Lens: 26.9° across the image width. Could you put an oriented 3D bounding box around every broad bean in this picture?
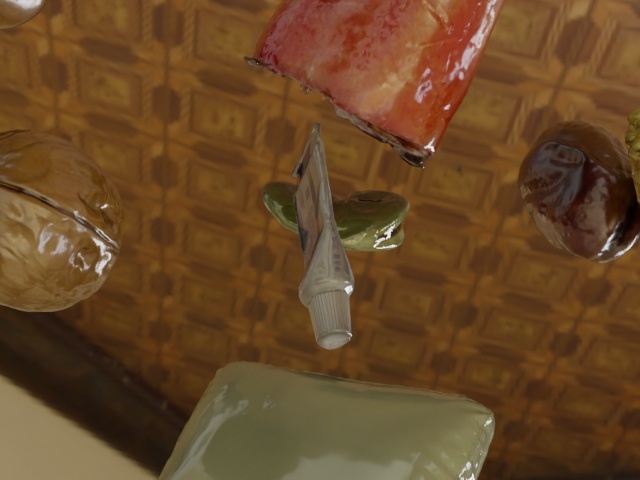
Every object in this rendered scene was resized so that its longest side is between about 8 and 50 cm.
[{"bbox_3d":[0.343,-0.066,1.747,0.122,0.228,0.156,25,115,-28],"label":"broad bean"},{"bbox_3d":[0.020,-0.033,1.845,0.207,0.153,0.072,6,108,-5],"label":"broad bean"}]

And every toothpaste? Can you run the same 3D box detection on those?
[{"bbox_3d":[-0.001,0.001,1.619,0.099,0.282,0.068,-32,139,33],"label":"toothpaste"}]

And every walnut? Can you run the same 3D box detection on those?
[{"bbox_3d":[-0.273,-0.018,1.260,0.167,0.167,0.207,3,162,20],"label":"walnut"}]

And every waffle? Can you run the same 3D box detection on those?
[{"bbox_3d":[0.408,-0.019,1.573,0.051,0.291,0.291,-14,138,15],"label":"waffle"}]

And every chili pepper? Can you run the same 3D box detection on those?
[{"bbox_3d":[0.088,-0.273,1.587,0.229,0.305,0.251,35,174,-41],"label":"chili pepper"}]

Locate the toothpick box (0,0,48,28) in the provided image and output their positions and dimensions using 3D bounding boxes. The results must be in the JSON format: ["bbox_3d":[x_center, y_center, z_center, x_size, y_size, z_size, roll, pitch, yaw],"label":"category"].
[{"bbox_3d":[-0.474,-0.366,1.720,0.192,0.192,0.294,2,179,20],"label":"toothpick box"}]

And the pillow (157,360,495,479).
[{"bbox_3d":[-0.008,0.236,1.289,0.322,0.255,0.119,6,144,31],"label":"pillow"}]
